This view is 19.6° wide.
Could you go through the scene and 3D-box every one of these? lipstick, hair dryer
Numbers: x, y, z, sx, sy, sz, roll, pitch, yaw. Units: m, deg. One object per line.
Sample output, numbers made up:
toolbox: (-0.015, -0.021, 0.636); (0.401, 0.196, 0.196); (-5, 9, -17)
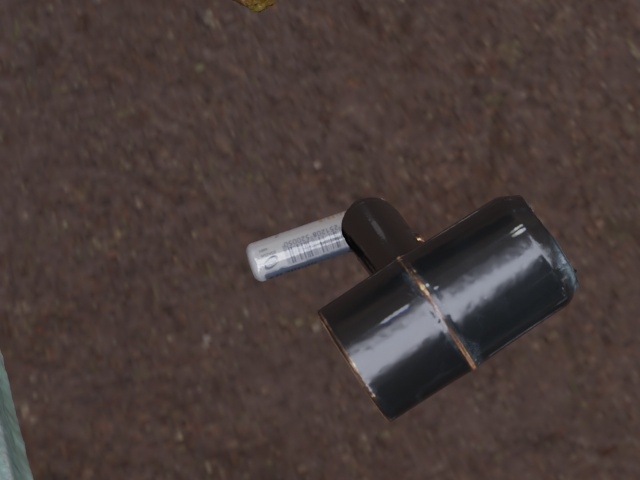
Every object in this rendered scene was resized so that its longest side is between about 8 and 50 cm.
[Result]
lipstick: (0.000, 0.000, 1.746); (0.141, 0.040, 0.040); (-19, 125, -1)
hair dryer: (0.080, 0.008, 1.549); (0.189, 0.352, 0.107); (-33, 111, 1)

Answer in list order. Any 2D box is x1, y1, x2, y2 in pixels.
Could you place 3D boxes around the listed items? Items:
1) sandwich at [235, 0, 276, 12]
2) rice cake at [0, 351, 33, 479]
sandwich: (-0.151, -0.301, 1.372); (0.254, 0.288, 0.099); (34, 102, -35)
rice cake: (-0.173, 0.143, 0.883); (0.081, 0.290, 0.051); (-14, 135, -8)
